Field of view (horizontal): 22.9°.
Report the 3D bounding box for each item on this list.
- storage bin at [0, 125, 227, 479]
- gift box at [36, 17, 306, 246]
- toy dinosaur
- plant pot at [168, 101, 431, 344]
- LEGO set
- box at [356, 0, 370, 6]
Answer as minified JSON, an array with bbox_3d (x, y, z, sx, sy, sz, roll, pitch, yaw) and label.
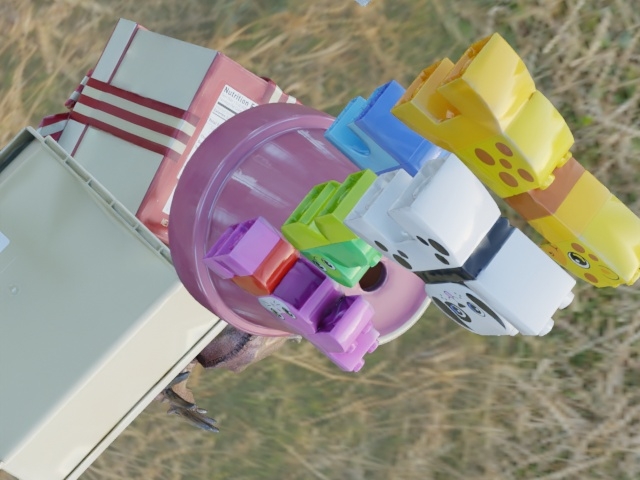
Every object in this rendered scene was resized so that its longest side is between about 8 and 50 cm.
[{"bbox_3d":[-0.275,0.067,1.541,0.262,0.123,0.260,-46,64,-5],"label":"storage bin"},{"bbox_3d":[-0.177,-0.092,1.876,0.255,0.258,0.276,35,84,-39],"label":"gift box"},{"bbox_3d":[-0.096,0.100,1.655,0.127,0.295,0.200,44,58,0],"label":"toy dinosaur"},{"bbox_3d":[0.000,0.000,1.324,0.201,0.180,0.201,-12,113,-31],"label":"plant pot"},{"bbox_3d":[0.047,-0.002,0.523,0.093,0.227,0.087,41,76,-11],"label":"LEGO set"},{"bbox_3d":[0.012,-0.210,0.907,0.094,0.027,0.137,30,55,-14],"label":"box"}]
